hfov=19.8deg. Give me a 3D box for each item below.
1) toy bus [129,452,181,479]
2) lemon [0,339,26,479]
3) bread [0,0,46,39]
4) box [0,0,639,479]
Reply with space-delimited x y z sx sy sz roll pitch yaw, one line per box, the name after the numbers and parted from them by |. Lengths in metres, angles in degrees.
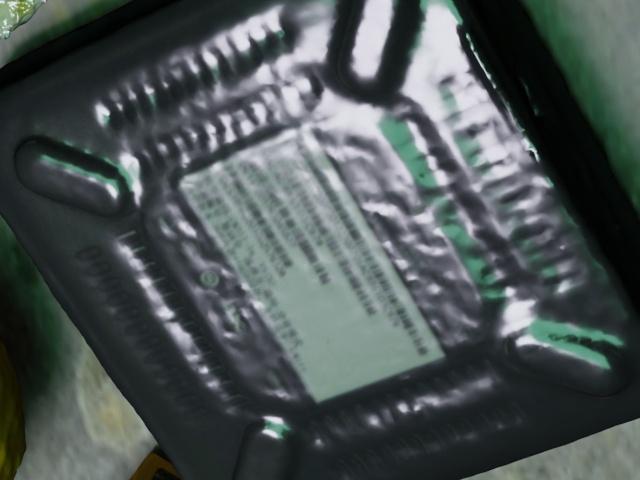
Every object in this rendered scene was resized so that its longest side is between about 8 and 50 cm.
-0.051 0.193 1.029 0.162 0.069 0.074 33 121 -3 | toy bus
-0.257 0.093 0.959 0.192 0.192 0.231 -18 122 24 | lemon
-0.165 -0.144 0.847 0.156 0.103 0.110 -39 108 24 | bread
0.000 0.000 0.899 0.289 0.073 0.290 -22 111 26 | box
